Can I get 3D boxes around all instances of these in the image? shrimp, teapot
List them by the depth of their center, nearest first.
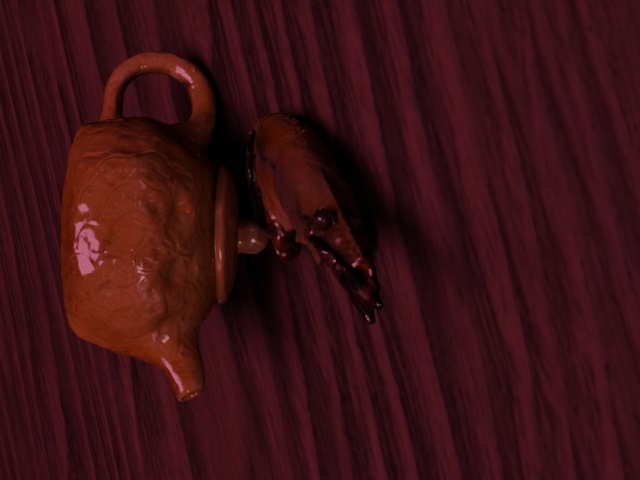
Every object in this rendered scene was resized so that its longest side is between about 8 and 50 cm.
[{"bbox_3d":[0.006,-0.005,0.985,0.262,0.066,0.117,-119,20,-46],"label":"shrimp"},{"bbox_3d":[-0.127,-0.017,1.101,0.203,0.167,0.311,98,172,-71],"label":"teapot"}]
